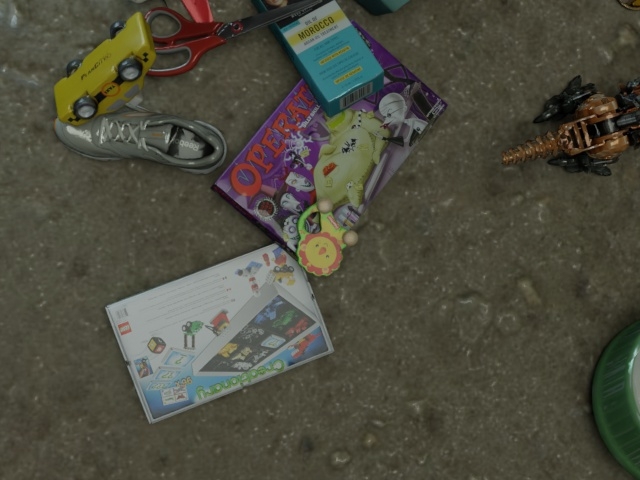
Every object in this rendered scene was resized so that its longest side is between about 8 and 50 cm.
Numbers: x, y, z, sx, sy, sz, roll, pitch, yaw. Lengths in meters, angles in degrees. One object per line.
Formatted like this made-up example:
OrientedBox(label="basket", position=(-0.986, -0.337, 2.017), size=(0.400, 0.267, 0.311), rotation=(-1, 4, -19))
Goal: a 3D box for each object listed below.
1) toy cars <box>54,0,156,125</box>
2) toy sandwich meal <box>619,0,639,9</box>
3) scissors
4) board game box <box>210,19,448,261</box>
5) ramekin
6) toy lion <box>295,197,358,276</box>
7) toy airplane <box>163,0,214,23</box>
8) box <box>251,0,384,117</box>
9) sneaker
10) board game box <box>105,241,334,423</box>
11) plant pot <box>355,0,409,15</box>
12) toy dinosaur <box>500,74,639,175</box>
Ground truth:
OrientedBox(label="toy cars", position=(-0.258, -0.332, 1.787), size=(0.087, 0.176, 0.393), rotation=(33, 78, -44))
OrientedBox(label="toy sandwich meal", position=(0.524, -0.419, 1.981), size=(0.086, 0.029, 0.085), rotation=(0, 91, -10))
OrientedBox(label="scissors", position=(-0.140, -0.305, 1.820), size=(0.297, 0.021, 0.109), rotation=(-1, 83, 13))
OrientedBox(label="board game box", position=(0.018, -0.146, 1.865), size=(0.208, 0.056, 0.347), rotation=(39, 76, -4))
OrientedBox(label="ramekin", position=(0.595, 0.243, 1.898), size=(0.303, 0.148, 0.303), rotation=(1, 73, -3))
OrientedBox(label="toy lion", position=(0.000, 0.000, 1.808), size=(0.096, 0.034, 0.100), rotation=(-38, 95, -8))
OrientedBox(label="toy airplane", position=(-0.181, -0.405, 1.860), size=(0.151, 0.028, 0.151), rotation=(0, 90, -9))
OrientedBox(label="box", position=(-0.007, -0.314, 1.831), size=(0.100, 0.060, 0.244), rotation=(-30, 73, -8))
OrientedBox(label="sneaker", position=(-0.266, -0.161, 1.803), size=(0.262, 0.121, 0.099), rotation=(7, 90, -9))
OrientedBox(label="board game box", position=(-0.154, 0.136, 1.860), size=(0.305, 0.053, 0.193), rotation=(-20, 93, -9))
OrientedBox(label="plant pot", position=(0.072, -0.470, 1.843), size=(0.165, 0.166, 0.234), rotation=(-38, 105, -7))
OrientedBox(label="toy dinosaur", position=(0.436, -0.187, 1.875), size=(0.322, 0.218, 0.164), rotation=(3, 91, -10))
